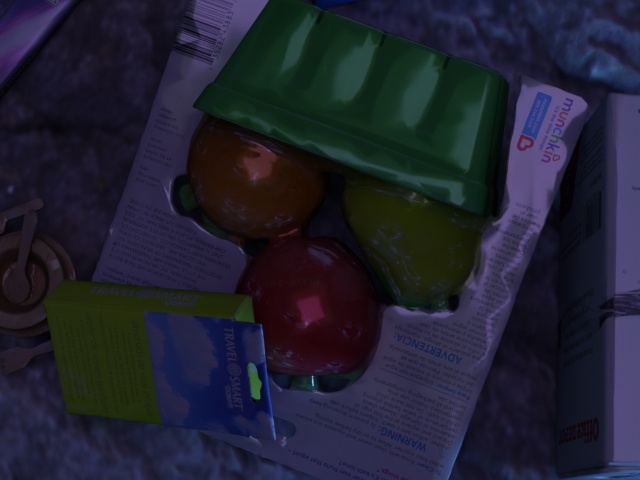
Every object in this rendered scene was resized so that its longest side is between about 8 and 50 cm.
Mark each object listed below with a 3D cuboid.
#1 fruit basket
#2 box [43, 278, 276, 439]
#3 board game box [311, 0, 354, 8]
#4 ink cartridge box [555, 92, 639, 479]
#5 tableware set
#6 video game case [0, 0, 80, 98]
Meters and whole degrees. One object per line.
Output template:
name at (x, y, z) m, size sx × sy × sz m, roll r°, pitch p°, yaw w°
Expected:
fruit basket at (0.000, 0.000, 1.214) m, size 0.327 × 0.165 × 0.353 m, roll 20°, pitch 100°, yaw 10°
box at (-0.116, 0.089, 1.166) m, size 0.178 × 0.042 × 0.109 m, roll 5°, pitch 120°, yaw 19°
board game box at (0.079, -0.296, 1.307) m, size 0.210 × 0.047 × 0.160 m, roll -13°, pitch 80°, yaw -5°
ink cartridge box at (0.251, 0.046, 1.171) m, size 0.114 × 0.197 × 0.272 m, roll 4°, pitch 79°, yaw -1°
tableware set at (-0.288, 0.052, 1.218) m, size 0.194 × 0.039 × 0.128 m, roll -23°, pitch 81°, yaw 5°
video game case at (-0.344, -0.178, 1.284) m, size 0.196 × 0.026 × 0.274 m, roll 36°, pitch 80°, yaw 5°
